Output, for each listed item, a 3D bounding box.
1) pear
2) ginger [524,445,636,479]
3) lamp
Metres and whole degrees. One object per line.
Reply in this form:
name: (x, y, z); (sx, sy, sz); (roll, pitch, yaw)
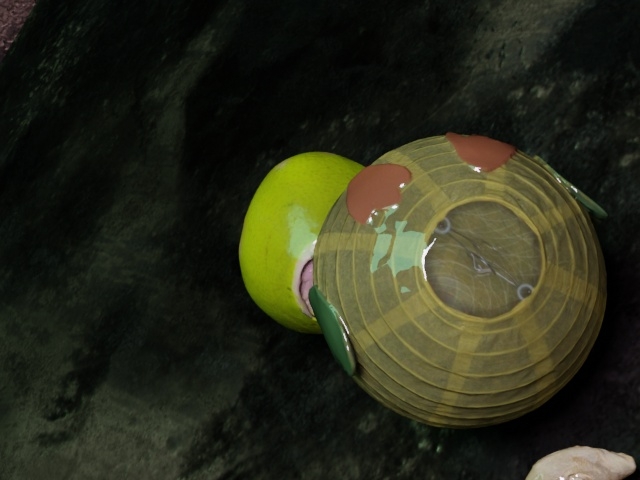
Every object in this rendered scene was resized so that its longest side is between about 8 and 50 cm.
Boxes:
pear: (0.000, 0.000, 1.220); (0.187, 0.187, 0.219); (-52, 26, 5)
ginger: (0.131, 0.254, 0.938); (0.288, 0.075, 0.089); (-49, 29, 17)
lamp: (0.117, 0.039, 1.006); (0.250, 0.250, 0.284); (-64, -5, -12)
